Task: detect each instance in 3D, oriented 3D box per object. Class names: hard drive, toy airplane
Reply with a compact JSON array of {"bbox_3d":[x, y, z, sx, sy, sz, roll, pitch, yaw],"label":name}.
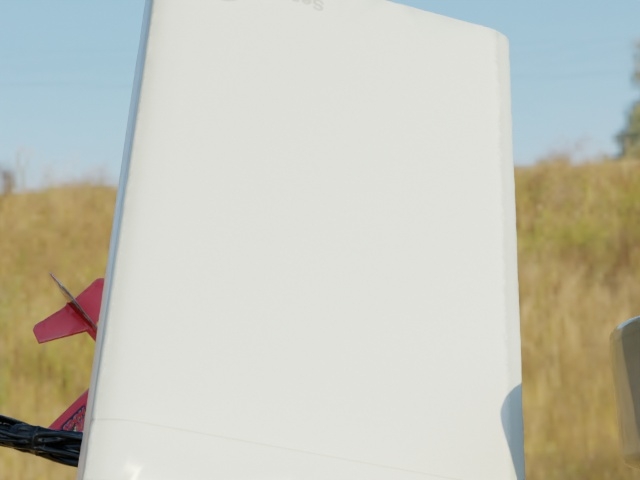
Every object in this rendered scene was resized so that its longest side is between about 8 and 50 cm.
[{"bbox_3d":[0.000,0.000,0.725,0.203,0.307,0.040,13,-35,-14],"label":"hard drive"},{"bbox_3d":[-0.143,0.081,1.025,0.151,0.151,0.028,-3,-26,-7],"label":"toy airplane"}]

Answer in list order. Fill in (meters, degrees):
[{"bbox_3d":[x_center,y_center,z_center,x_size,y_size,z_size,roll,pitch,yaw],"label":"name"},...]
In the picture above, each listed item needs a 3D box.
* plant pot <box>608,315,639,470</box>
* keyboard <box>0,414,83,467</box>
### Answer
[{"bbox_3d":[0.291,0.169,0.619,0.323,0.280,0.323,0,-12,0],"label":"plant pot"},{"bbox_3d":[-0.147,0.175,0.772,0.317,0.201,0.033,5,-33,15],"label":"keyboard"}]
